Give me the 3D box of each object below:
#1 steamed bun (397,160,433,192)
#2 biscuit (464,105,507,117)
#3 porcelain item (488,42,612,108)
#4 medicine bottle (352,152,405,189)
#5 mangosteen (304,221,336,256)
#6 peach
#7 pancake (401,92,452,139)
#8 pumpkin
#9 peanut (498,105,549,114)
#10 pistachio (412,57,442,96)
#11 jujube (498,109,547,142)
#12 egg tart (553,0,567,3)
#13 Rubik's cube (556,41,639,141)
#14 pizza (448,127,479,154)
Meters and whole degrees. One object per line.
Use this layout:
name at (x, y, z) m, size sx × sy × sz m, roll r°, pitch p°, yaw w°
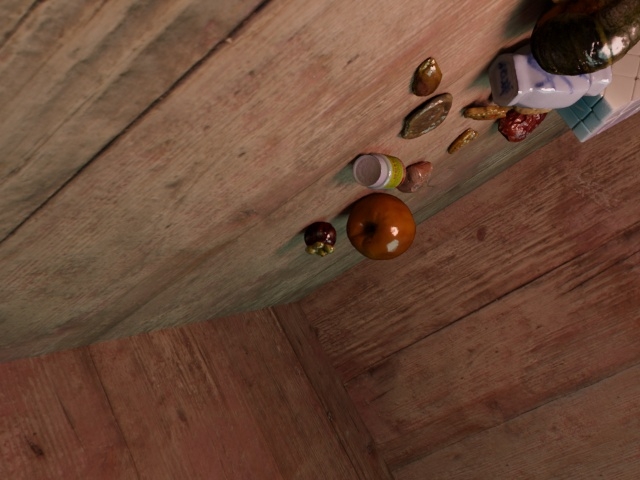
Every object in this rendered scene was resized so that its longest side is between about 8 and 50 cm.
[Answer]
steamed bun at (0.463, -0.304, 2.124) m, size 0.145 × 0.106 × 0.175 m, roll -20°, pitch 161°, yaw -34°
biscuit at (0.678, -0.514, 1.789) m, size 0.166 × 0.036 × 0.226 m, roll 0°, pitch -174°, yaw 30°
porcelain item at (0.797, -0.577, 1.519) m, size 0.406 × 0.242 × 0.178 m, roll -13°, pitch -176°, yaw -18°
medicine bottle at (0.230, -0.266, 1.701) m, size 0.139 × 0.139 × 0.226 m, roll -38°, pitch 164°, yaw 30°
mangosteen at (0.000, 0.000, 2.117) m, size 0.166 × 0.180 × 0.166 m, roll -1°, pitch 144°, yaw -1°
peach at (0.310, -0.067, 2.179) m, size 0.343 × 0.342 × 0.302 m, roll -39°, pitch 162°, yaw 32°
pancake at (0.393, -0.445, 1.600) m, size 0.223 × 0.042 × 0.236 m, roll -21°, pitch 164°, yaw -25°
pumpkin at (0.758, -0.607, 1.240) m, size 0.321 × 0.320 × 0.192 m, roll -33°, pitch 123°, yaw 15°
peanut at (0.804, -0.561, 1.735) m, size 0.197 × 0.233 × 0.110 m, roll -4°, pitch 121°, yaw -33°
pistachio at (0.330, -0.481, 1.316) m, size 0.090 × 0.049 × 0.173 m, roll -30°, pitch 167°, yaw -1°
jujube at (0.976, -0.581, 2.113) m, size 0.230 × 0.155 × 0.155 m, roll -41°, pitch 166°, yaw 5°
egg tart at (0.657, -0.707, 1.120) m, size 0.191 × 0.074 × 0.191 m, roll -27°, pitch 166°, yaw -8°
Rubik's cube at (1.256, -0.686, 1.928) m, size 0.319 × 0.321 × 0.316 m, roll -29°, pitch 168°, yaw 1°
pizza at (0.705, -0.484, 2.124) m, size 0.176 × 0.036 × 0.184 m, roll -20°, pitch 164°, yaw -37°
